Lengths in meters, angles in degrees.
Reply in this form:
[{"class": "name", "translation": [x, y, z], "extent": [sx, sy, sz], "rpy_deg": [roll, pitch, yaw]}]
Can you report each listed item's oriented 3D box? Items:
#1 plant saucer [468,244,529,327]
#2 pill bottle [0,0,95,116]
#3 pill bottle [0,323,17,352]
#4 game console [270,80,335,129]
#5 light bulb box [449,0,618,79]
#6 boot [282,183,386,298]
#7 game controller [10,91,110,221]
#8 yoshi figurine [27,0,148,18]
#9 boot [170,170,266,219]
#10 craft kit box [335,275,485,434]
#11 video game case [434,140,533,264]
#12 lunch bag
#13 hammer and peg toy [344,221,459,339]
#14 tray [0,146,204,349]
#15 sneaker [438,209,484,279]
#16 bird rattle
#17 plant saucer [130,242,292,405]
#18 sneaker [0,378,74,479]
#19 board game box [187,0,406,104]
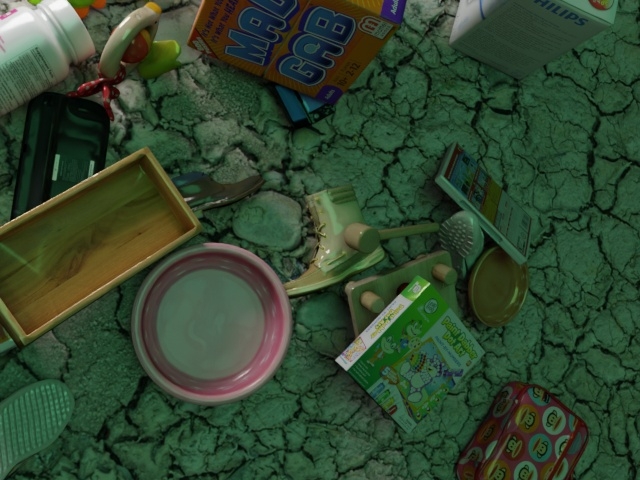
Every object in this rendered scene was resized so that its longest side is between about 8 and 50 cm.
[{"class": "plant saucer", "translation": [0.417, 0.105, 1.865], "extent": [0.199, 0.037, 0.200], "rpy_deg": [-7, 102, -36]}, {"class": "pill bottle", "translation": [-0.599, -0.355, 1.543], "extent": [0.283, 0.160, 0.160], "rpy_deg": [-36, 94, -16]}, {"class": "pill bottle", "translation": [-0.622, 0.102, 1.496], "extent": [0.121, 0.121, 0.216], "rpy_deg": [-27, 92, -20]}, {"class": "game console", "translation": [-0.037, -0.325, 1.782], "extent": [0.107, 0.071, 0.122], "rpy_deg": [-27, 92, 4]}, {"class": "light bulb box", "translation": [0.521, -0.633, 1.868], "extent": [0.225, 0.361, 0.358], "rpy_deg": [20, 76, -15]}, {"class": "boot", "translation": [0.000, 0.000, 1.737], "extent": [0.261, 0.095, 0.204], "rpy_deg": [-24, 91, -22]}, {"class": "game controller", "translation": [-0.527, -0.144, 1.607], "extent": [0.166, 0.067, 0.319], "rpy_deg": [11, 79, -32]}, {"class": "yoshi figurine", "translation": [-0.461, -0.612, 1.633], "extent": [0.362, 0.203, 0.203], "rpy_deg": [-28, 76, -18]}, {"class": "boot", "translation": [-0.228, -0.117, 1.685], "extent": [0.219, 0.082, 0.106], "rpy_deg": [-27, 94, -19]}, {"class": "craft kit box", "translation": [0.193, 0.241, 1.638], "extent": [0.247, 0.061, 0.250], "rpy_deg": [-47, 122, -8]}, {"class": "video game case", "translation": [0.393, -0.092, 1.863], "extent": [0.285, 0.025, 0.204], "rpy_deg": [44, 34, -8]}, {"class": "lunch bag", "translation": [0.481, 0.503, 1.822], "extent": [0.258, 0.120, 0.293], "rpy_deg": [39, 73, -14]}, {"class": "hammer and peg toy", "translation": [0.187, 0.122, 1.704], "extent": [0.265, 0.127, 0.362], "rpy_deg": [-19, 112, -21]}, {"class": "tray", "translation": [-0.447, 0.006, 1.504], "extent": [0.411, 0.076, 0.203], "rpy_deg": [-36, 94, -31]}, {"class": "sneaker", "translation": [0.331, -0.007, 1.795], "extent": [0.095, 0.235, 0.090], "rpy_deg": [-40, 66, -19]}, {"class": "bird rattle", "translation": [-0.402, -0.380, 1.597], "extent": [0.143, 0.207, 0.253], "rpy_deg": [40, 50, 6]}, {"class": "plant saucer", "translation": [-0.226, 0.173, 1.637], "extent": [0.332, 0.084, 0.332], "rpy_deg": [2, 83, -17]}, {"class": "sneaker", "translation": [-0.605, 0.387, 1.469], "extent": [0.126, 0.127, 0.321], "rpy_deg": [53, 45, -11]}, {"class": "board game box", "translation": [-0.029, -0.569, 1.649], "extent": [0.356, 0.356, 0.356], "rpy_deg": [20, 68, -14]}]
